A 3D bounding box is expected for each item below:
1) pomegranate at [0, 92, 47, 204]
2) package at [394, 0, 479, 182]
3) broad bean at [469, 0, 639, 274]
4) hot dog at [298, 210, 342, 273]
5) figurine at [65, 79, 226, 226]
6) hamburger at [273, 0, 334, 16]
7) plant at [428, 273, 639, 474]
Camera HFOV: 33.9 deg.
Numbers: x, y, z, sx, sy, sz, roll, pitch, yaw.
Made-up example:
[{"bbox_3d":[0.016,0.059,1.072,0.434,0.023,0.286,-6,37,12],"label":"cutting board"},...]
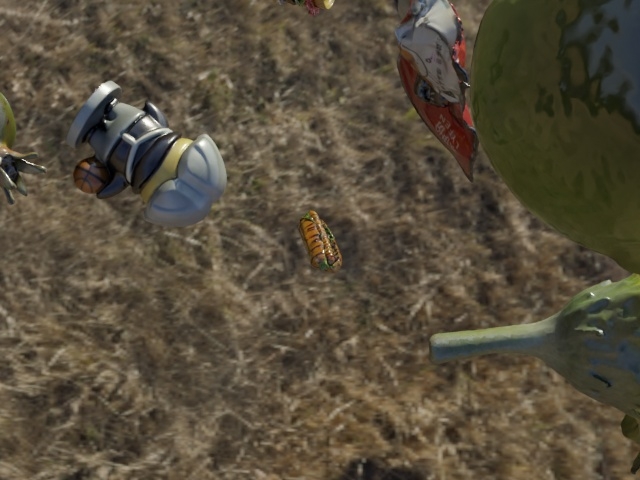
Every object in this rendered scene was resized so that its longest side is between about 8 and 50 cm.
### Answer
[{"bbox_3d":[-0.537,-0.151,1.632,0.224,0.181,0.181,32,57,11],"label":"pomegranate"},{"bbox_3d":[0.128,-0.193,1.157,0.269,0.071,0.194,63,8,-65],"label":"package"},{"bbox_3d":[0.239,-0.103,0.774,0.291,0.238,0.119,47,23,24],"label":"broad bean"},{"bbox_3d":[0.000,0.000,1.368,0.049,0.037,0.122,19,29,-29],"label":"hot dog"},{"bbox_3d":[-0.260,-0.114,1.577,0.236,0.133,0.176,34,89,-1],"label":"figurine"},{"bbox_3d":[-0.040,-0.506,1.932,0.175,0.137,0.175,11,90,-80],"label":"hamburger"},{"bbox_3d":[0.289,0.085,0.982,0.261,0.297,0.306,-38,132,-40],"label":"plant"}]
